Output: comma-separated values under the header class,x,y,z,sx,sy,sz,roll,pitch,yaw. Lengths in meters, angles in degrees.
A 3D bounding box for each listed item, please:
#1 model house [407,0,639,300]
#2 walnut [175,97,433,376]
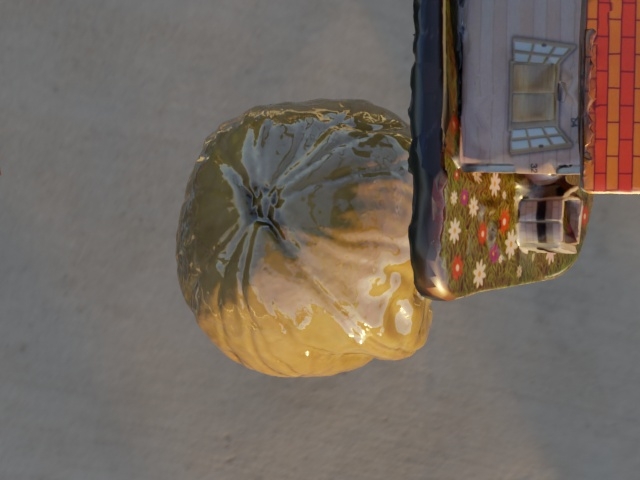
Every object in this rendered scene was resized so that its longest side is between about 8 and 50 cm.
class,x,y,z,sx,sy,sz,roll,pitch,yaw
model house,0.156,-0.117,0.785,0.207,0.154,0.294,-5,97,-58
walnut,0.000,0.000,1.211,0.228,0.228,0.228,5,73,-18
